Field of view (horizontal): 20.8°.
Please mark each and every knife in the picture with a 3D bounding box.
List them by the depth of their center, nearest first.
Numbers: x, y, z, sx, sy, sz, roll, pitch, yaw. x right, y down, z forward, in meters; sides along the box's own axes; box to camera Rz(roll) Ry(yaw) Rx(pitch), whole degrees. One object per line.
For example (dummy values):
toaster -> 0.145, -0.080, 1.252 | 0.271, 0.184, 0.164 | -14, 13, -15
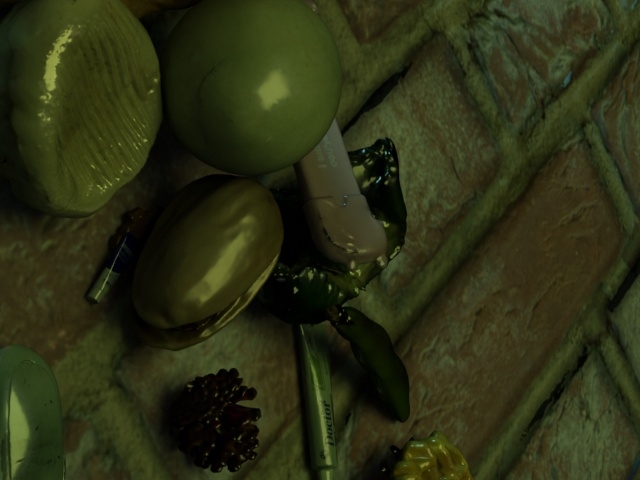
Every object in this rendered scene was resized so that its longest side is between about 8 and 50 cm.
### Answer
knife -> -0.022, -0.144, 1.913 | 0.132, 0.038, 0.398 | -7, 67, -30

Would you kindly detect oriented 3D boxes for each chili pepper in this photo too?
chili pepper -> -0.008, 0.001, 1.941 | 0.264, 0.116, 0.148 | -42, 125, -46

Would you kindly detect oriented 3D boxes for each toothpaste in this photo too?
toothpaste -> -0.207, 0.027, 1.744 | 0.024, 0.015, 0.083 | 54, 55, -34
toothpaste -> -0.002, 0.181, 1.953 | 0.048, 0.029, 0.197 | 9, 72, -49

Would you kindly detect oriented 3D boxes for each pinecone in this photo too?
pinecone -> -0.108, 0.186, 1.783 | 0.102, 0.102, 0.109 | -54, 150, -42

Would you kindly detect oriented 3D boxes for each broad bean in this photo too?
broad bean -> 0.061, 0.128, 1.968 | 0.297, 0.043, 0.060 | 58, 32, -54

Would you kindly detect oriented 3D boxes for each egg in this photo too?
egg -> -0.071, -0.162, 1.762 | 0.186, 0.186, 0.253 | 60, 10, -21

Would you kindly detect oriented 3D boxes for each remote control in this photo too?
remote control -> -0.272, 0.223, 1.609 | 0.097, 0.045, 0.256 | 1, 83, -50

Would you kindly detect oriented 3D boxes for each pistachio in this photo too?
pistachio -> -0.118, 0.018, 1.758 | 0.206, 0.131, 0.129 | -52, 159, -27

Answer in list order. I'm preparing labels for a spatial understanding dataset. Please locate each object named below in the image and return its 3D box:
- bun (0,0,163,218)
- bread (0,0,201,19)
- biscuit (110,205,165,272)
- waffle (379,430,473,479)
bun -> -0.252, -0.134, 1.645 | 0.231, 0.133, 0.231 | -39, 136, -52
bread -> -0.149, -0.404, 1.662 | 0.361, 0.394, 0.250 | -3, 68, -47
biscuit -> -0.176, 0.009, 1.792 | 0.082, 0.016, 0.092 | -41, 119, -39
waffle -> 0.136, 0.383, 2.008 | 0.329, 0.062, 0.329 | 31, 55, -57
